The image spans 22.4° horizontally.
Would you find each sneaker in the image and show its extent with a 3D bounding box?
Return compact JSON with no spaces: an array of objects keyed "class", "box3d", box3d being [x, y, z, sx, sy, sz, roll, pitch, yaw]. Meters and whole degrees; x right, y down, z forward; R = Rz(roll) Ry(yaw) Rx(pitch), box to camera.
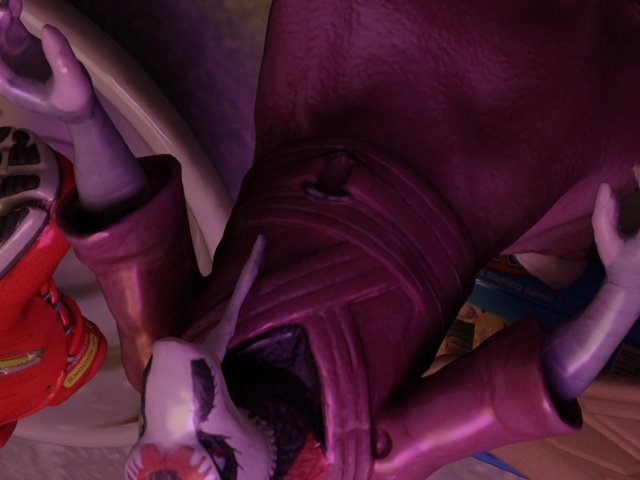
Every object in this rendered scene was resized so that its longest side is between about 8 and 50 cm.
[{"class":"sneaker","box3d":[-0.167,0.035,0.880,0.118,0.107,0.279,20,146,-18]}]

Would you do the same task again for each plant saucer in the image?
[{"class":"plant saucer","box3d":[-0.206,-0.043,0.952,0.400,0.100,0.400,16,138,15]}]

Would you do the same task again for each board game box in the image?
[{"class":"board game box","box3d":[0.087,0.058,0.927,0.210,0.047,0.160,21,140,9]}]

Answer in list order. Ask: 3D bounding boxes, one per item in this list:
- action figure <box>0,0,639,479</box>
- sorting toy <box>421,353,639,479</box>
[{"class":"action figure","box3d":[0.000,0.000,0.667,0.248,0.370,0.276,28,144,5]},{"class":"sorting toy","box3d":[0.219,0.134,0.784,0.307,0.041,0.229,35,160,-24]}]
